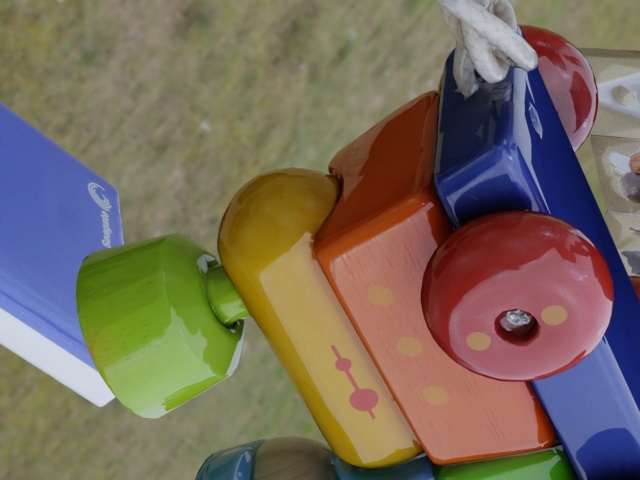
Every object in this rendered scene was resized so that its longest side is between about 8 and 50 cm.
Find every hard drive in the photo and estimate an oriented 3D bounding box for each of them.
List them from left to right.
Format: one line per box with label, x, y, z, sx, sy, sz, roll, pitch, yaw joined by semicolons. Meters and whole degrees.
hard drive;-0.249;-0.049;1.006;0.040;0.318;0.210;-38;-144;19

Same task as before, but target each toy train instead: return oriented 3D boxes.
toy train;0.000;0.000;0.398;0.143;0.248;0.105;-18;-148;19

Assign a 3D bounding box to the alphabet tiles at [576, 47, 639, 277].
alphabet tiles;0.306;-0.023;0.855;0.011;0.342;0.285;-53;136;-37
